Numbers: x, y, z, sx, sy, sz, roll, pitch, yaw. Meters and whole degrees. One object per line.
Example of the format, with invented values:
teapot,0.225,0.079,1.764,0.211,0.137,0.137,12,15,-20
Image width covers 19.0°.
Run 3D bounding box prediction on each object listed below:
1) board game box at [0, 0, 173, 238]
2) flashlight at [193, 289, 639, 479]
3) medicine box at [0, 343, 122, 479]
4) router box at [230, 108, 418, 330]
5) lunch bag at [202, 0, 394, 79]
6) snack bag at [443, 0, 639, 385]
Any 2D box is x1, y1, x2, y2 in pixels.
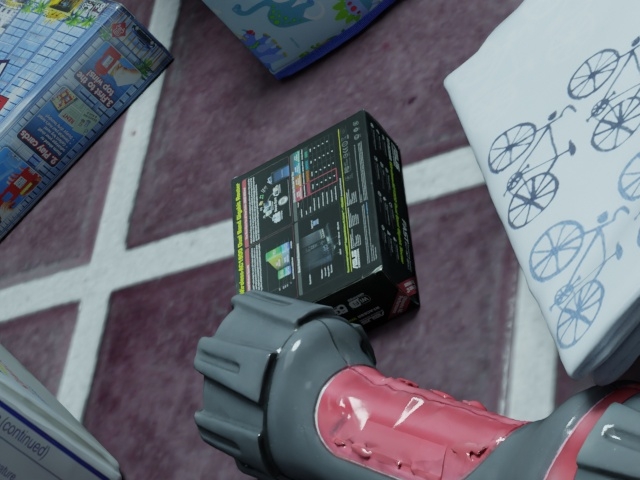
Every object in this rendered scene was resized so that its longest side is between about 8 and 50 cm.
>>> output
board game box,-0.222,-0.081,1.273,0.194,0.060,0.194,22,72,49
flashlight,0.061,0.085,0.849,0.304,0.103,0.103,17,67,47
medicine box,-0.300,0.153,1.075,0.289,0.149,0.263,-50,40,-5
router box,0.000,0.000,1.024,0.092,0.038,0.122,-26,43,22
lunch bag,-0.005,-0.191,1.119,0.151,0.129,0.096,-29,43,21
snack bag,0.196,-0.130,0.839,0.342,0.037,0.323,-47,21,17
